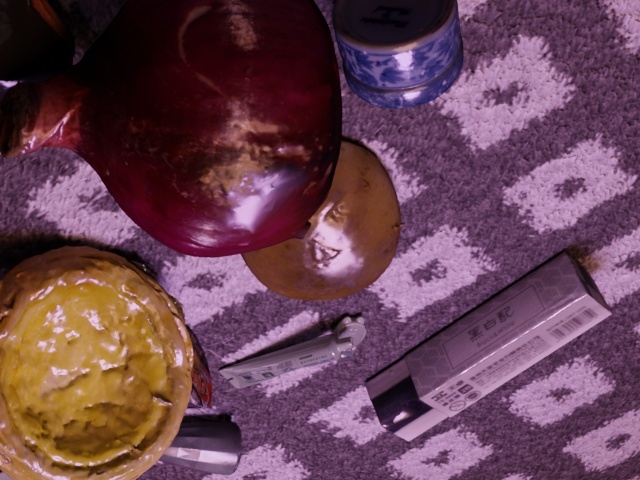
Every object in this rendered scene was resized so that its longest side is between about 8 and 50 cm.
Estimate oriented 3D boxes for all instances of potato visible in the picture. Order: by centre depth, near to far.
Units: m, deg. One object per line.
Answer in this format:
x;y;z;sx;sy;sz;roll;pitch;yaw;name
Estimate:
0.000;0.000;1.877;0.239;0.116;0.299;-13;139;1;potato

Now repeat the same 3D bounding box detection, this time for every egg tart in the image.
-0.338;0.171;1.857;0.345;0.132;0.345;-5;99;-33;egg tart

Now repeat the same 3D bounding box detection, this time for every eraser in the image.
0.264;0.174;2.188;0.404;0.096;0.098;-35;139;20;eraser

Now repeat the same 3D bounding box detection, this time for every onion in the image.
-0.162;-0.138;1.472;0.385;0.348;0.348;-6;139;-18;onion

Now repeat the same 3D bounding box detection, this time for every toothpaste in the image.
-0.049;0.185;2.114;0.218;0.041;0.064;-18;141;19;toothpaste

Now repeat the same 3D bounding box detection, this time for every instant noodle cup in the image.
-0.243;0.204;2.017;0.135;0.127;0.127;-17;141;10;instant noodle cup

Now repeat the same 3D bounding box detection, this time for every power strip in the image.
0.041;0.147;2.127;0.055;0.035;0.083;0;124;-22;power strip

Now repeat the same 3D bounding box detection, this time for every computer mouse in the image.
-0.374;-0.233;1.455;0.183;0.116;0.323;-26;140;1;computer mouse

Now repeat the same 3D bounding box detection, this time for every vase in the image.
-0.238;0.325;2.183;0.214;0.086;0.086;8;134;-23;vase

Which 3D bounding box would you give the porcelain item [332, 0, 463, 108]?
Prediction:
0.093;-0.236;1.603;0.147;0.147;0.114;-18;140;-1;porcelain item

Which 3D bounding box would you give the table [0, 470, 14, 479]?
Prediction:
-0.494;0.287;2.003;0.240;0.122;0.111;-16;141;-4;table
